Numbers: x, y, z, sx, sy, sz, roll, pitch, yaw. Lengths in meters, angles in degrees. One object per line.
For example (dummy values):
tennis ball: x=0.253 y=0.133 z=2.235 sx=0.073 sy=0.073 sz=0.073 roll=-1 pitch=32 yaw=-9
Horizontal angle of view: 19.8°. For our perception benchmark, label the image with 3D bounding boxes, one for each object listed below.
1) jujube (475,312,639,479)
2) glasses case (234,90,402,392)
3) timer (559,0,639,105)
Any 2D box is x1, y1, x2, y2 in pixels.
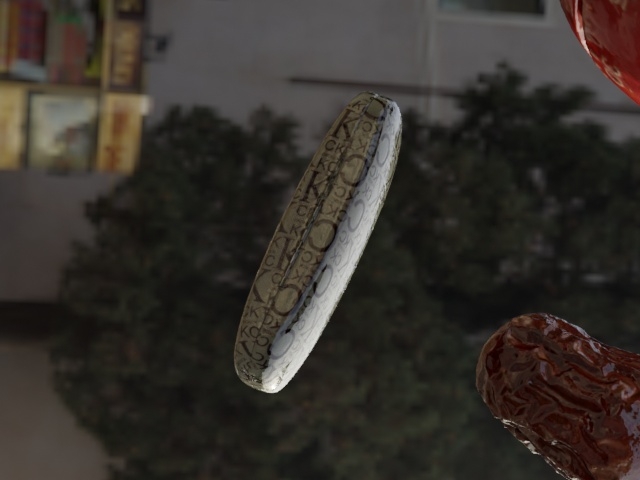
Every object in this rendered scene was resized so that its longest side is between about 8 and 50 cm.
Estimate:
jujube: x=0.276 y=0.171 z=1.933 sx=0.230 sy=0.155 sz=0.155 roll=34 pitch=-44 yaw=24
glasses case: x=0.000 y=0.000 z=2.007 sx=0.137 sy=0.085 sz=0.354 roll=73 pitch=40 yaw=-69
timer: x=0.354 y=-0.257 z=1.390 sx=0.279 sy=0.378 sz=0.378 roll=51 pitch=-33 yaw=30
